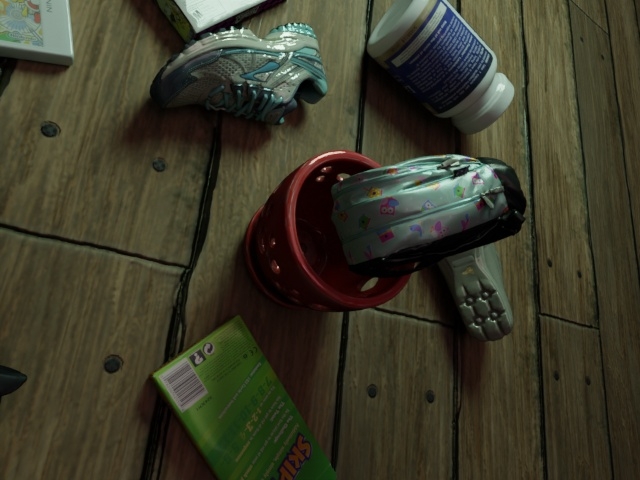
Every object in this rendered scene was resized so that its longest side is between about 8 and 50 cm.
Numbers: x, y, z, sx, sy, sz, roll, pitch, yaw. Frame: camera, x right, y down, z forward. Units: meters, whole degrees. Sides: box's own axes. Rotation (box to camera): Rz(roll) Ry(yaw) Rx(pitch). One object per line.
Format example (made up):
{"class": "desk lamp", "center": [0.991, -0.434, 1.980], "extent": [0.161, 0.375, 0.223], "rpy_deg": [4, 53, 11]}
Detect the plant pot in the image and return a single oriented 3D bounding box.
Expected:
{"class": "plant pot", "center": [0.000, 0.000, 0.575], "extent": [0.191, 0.174, 0.191], "rpy_deg": [9, 74, -32]}

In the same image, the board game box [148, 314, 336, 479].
{"class": "board game box", "center": [-0.087, 0.236, 0.545], "extent": [0.124, 0.039, 0.259], "rpy_deg": [-34, 95, -34]}

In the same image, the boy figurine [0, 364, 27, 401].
{"class": "boy figurine", "center": [-0.346, 0.231, 0.329], "extent": [0.177, 0.092, 0.285], "rpy_deg": [36, 62, -48]}

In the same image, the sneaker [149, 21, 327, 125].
{"class": "sneaker", "center": [-0.092, -0.220, 0.613], "extent": [0.283, 0.110, 0.122], "rpy_deg": [-31, 99, -34]}

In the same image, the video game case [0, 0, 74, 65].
{"class": "video game case", "center": [-0.405, -0.307, 0.478], "extent": [0.226, 0.026, 0.207], "rpy_deg": [-4, 80, -34]}

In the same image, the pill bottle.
{"class": "pill bottle", "center": [0.228, -0.328, 0.820], "extent": [0.264, 0.153, 0.153], "rpy_deg": [35, 62, -21]}

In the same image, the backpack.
{"class": "backpack", "center": [0.100, -0.028, 0.470], "extent": [0.181, 0.152, 0.115], "rpy_deg": [-15, 80, -21]}

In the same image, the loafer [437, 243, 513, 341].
{"class": "loafer", "center": [0.257, 0.021, 0.793], "extent": [0.111, 0.112, 0.320], "rpy_deg": [-10, 84, -71]}

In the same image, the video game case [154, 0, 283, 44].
{"class": "video game case", "center": [-0.172, -0.425, 0.649], "extent": [0.210, 0.041, 0.232], "rpy_deg": [52, 57, -12]}
